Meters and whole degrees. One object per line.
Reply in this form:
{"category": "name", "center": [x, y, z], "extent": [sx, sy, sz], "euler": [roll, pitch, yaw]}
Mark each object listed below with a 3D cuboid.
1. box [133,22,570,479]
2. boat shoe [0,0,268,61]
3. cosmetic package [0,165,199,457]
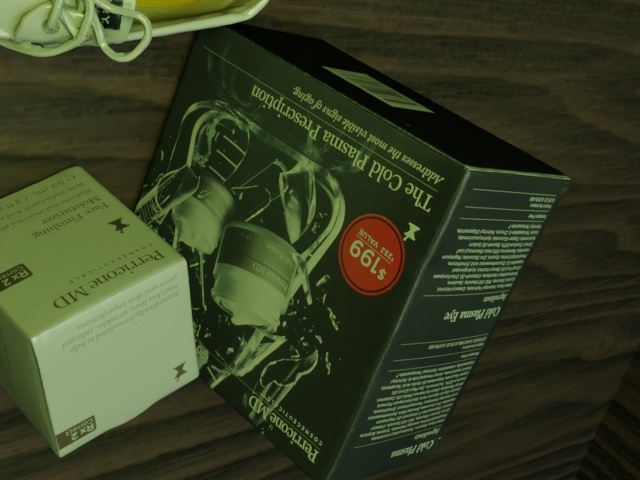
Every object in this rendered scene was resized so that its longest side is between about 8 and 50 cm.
{"category": "box", "center": [0.000, 0.000, 0.983], "extent": [0.179, 0.343, 0.312], "euler": [-1, 119, -50]}
{"category": "boat shoe", "center": [-0.182, -0.196, 0.777], "extent": [0.367, 0.156, 0.135], "euler": [-10, 125, -44]}
{"category": "cosmetic package", "center": [-0.224, 0.058, 0.917], "extent": [0.151, 0.184, 0.151], "euler": [-29, 138, -30]}
